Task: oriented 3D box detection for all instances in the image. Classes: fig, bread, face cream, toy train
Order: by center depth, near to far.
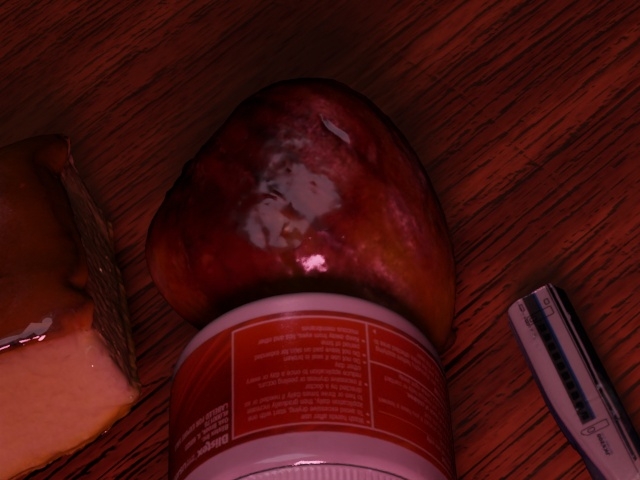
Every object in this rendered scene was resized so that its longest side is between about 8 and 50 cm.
[{"bbox_3d":[-0.006,0.164,1.367,0.201,0.201,0.187,-14,46,12],"label":"face cream"},{"bbox_3d":[0.196,0.136,1.407,0.048,0.055,0.252,-24,44,2],"label":"toy train"},{"bbox_3d":[-0.010,-0.008,1.526,0.263,0.224,0.224,28,65,39],"label":"fig"},{"bbox_3d":[-0.318,0.075,1.582,0.323,0.143,0.333,-25,29,1],"label":"bread"}]
